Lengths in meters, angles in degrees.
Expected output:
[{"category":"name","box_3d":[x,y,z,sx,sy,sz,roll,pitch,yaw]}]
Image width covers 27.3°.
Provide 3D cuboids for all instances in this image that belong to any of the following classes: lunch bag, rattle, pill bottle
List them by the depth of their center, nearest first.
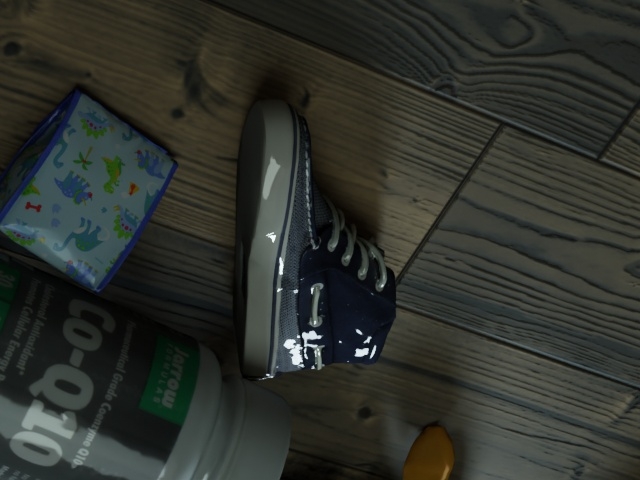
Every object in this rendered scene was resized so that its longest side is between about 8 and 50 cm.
[{"category":"lunch bag","box_3d":[-0.226,-0.050,1.252,0.129,0.096,0.151,36,88,-28]},{"category":"pill bottle","box_3d":[-0.224,0.159,1.270,0.361,0.204,0.204,26,122,-19]},{"category":"rattle","box_3d":[0.149,0.319,1.609,0.130,0.142,0.200,-7,154,42]}]

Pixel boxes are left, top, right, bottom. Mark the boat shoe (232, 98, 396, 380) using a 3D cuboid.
[{"category":"boat shoe","box_3d":[0.000,0.000,1.303,0.158,0.127,0.340,-3,136,-11]}]
